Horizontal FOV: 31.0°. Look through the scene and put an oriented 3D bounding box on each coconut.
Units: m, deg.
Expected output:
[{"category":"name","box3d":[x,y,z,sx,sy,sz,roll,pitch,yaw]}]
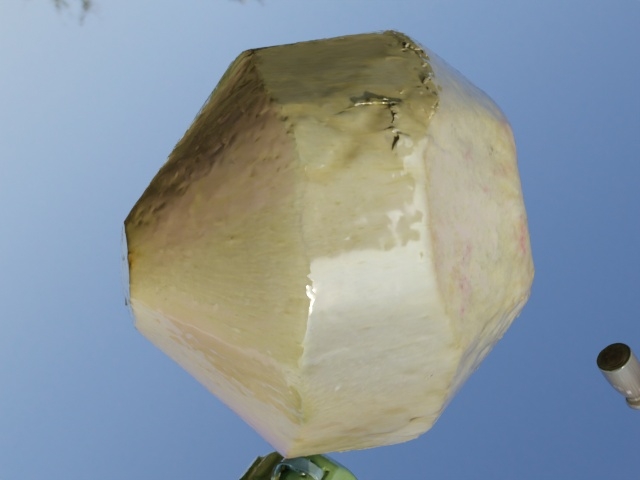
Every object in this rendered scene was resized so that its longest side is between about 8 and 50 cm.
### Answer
[{"category":"coconut","box3d":[0.000,0.000,0.695,0.259,0.259,0.259,-34,-152,21]}]

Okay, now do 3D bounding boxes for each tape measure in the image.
[{"category":"tape measure","box3d":[-0.014,0.299,1.192,0.175,0.200,0.106,-16,-153,44]}]

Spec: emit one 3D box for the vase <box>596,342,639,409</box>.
[{"category":"vase","box3d":[0.430,0.192,1.619,0.053,0.100,0.053,-25,-144,20]}]
